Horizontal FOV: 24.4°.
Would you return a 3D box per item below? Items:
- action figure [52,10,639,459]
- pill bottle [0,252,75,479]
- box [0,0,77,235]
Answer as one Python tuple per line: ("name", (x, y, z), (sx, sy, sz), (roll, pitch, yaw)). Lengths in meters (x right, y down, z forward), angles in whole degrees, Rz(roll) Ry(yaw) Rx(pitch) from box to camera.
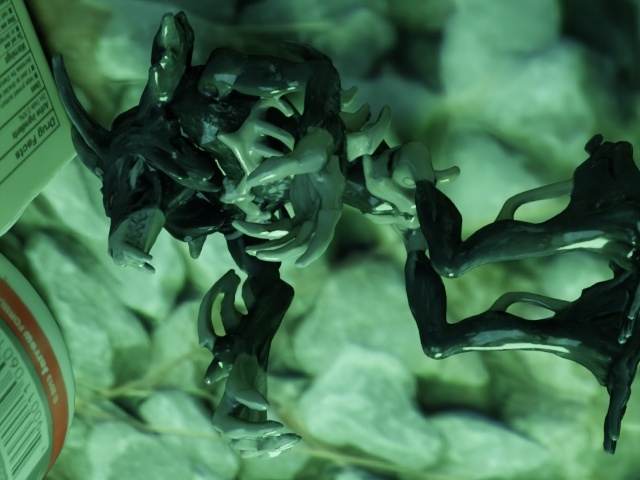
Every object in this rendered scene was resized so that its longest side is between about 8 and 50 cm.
("action figure", (0.000, 0.000, 0.611), (0.276, 0.141, 0.164), (14, 139, 12))
("pill bottle", (-0.284, 0.149, 0.689), (0.210, 0.363, 0.210), (11, 127, 16))
("box", (-0.221, -0.100, 0.620), (0.127, 0.148, 0.232), (-4, 119, 25))
